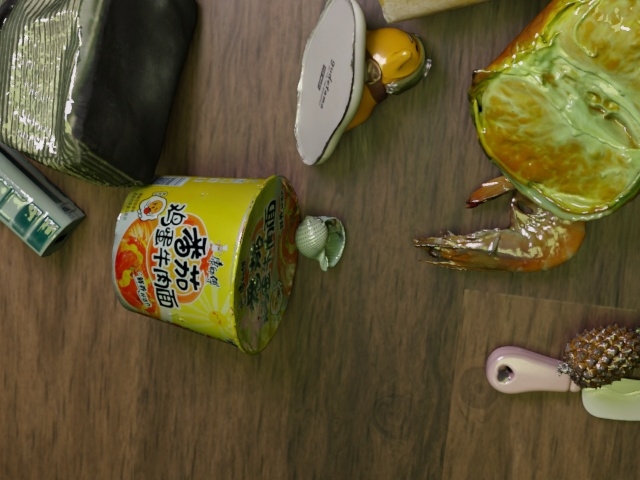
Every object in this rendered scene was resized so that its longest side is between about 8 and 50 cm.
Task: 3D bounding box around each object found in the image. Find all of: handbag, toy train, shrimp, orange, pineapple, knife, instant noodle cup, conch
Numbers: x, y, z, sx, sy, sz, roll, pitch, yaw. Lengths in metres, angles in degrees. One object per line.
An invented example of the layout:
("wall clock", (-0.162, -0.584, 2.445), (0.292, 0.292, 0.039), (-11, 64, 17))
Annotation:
("handbag", (-0.340, -0.250, 1.379), (0.240, 0.247, 0.340), (9, 78, 21))
("toy train", (-0.544, -0.140, 1.540), (0.407, 0.088, 0.086), (43, 106, -1))
("shrimp", (0.255, -0.018, 1.449), (0.249, 0.068, 0.150), (-13, 88, 7))
("orange", (0.359, -0.183, 1.308), (0.262, 0.196, 0.334), (47, 124, 11))
("pineapple", (0.436, 0.144, 1.429), (0.221, 0.083, 0.103), (-21, 105, 2))
("knife", (0.410, 0.223, 1.488), (0.336, 0.043, 0.081), (11, 104, 5))
("instant noodle cup", (-0.164, 0.021, 1.437), (0.200, 0.264, 0.264), (9, 104, 15))
("conch", (-0.003, -0.002, 1.496), (0.057, 0.076, 0.085), (30, 141, 41))

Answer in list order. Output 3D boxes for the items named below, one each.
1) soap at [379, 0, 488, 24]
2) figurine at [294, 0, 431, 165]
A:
("soap", (0.202, -0.456, 1.266), (0.335, 0.156, 0.293), (-11, 131, 13))
("figurine", (0.063, -0.219, 1.426), (0.141, 0.166, 0.250), (-1, 135, -26))
